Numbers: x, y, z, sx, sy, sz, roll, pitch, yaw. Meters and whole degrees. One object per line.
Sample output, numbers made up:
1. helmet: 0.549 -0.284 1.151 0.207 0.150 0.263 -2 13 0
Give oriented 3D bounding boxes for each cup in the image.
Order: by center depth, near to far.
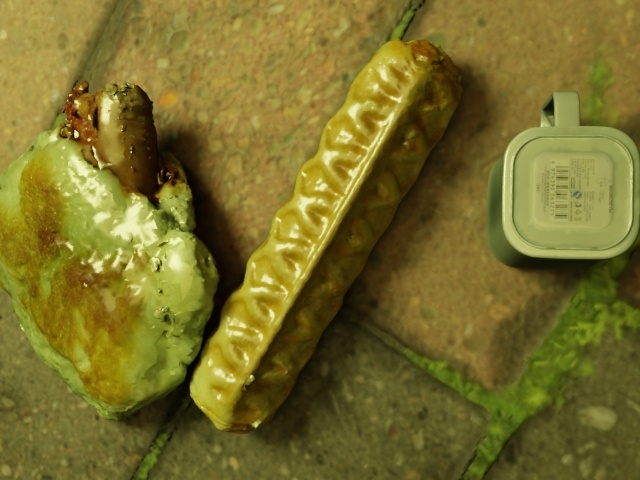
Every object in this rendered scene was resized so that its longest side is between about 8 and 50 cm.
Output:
1. cup: 0.173 -0.043 0.534 0.095 0.129 0.128 2 87 10

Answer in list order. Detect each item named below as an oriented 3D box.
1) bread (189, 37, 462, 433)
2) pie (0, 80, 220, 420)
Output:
1. bread: 0.001 0.000 0.610 0.084 0.077 0.368 33 100 18
2. pie: -0.205 0.021 0.667 0.257 0.105 0.275 -30 79 29
